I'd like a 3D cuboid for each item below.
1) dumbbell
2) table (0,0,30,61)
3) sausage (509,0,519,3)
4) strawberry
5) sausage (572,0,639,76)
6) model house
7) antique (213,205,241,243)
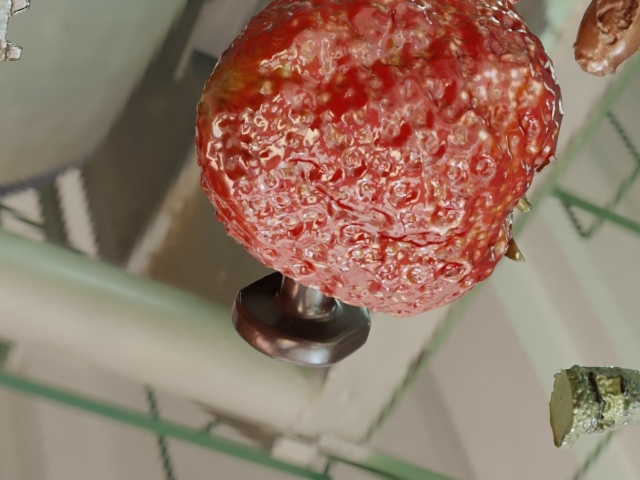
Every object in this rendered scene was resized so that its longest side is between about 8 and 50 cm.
[{"bbox_3d":[0.000,0.000,1.844,0.124,0.140,0.225,28,-60,25],"label":"dumbbell"},{"bbox_3d":[-0.308,-0.203,1.703,0.070,0.082,0.083,54,-42,48],"label":"table"},{"bbox_3d":[0.135,-0.319,1.980,0.074,0.274,0.074,-28,-132,36],"label":"sausage"},{"bbox_3d":[0.027,-0.080,1.366,0.257,0.277,0.257,-8,-103,39],"label":"strawberry"},{"bbox_3d":[0.363,-0.303,2.037,0.327,0.079,0.087,-54,171,-25],"label":"sausage"},{"bbox_3d":[0.247,0.144,1.681,0.079,0.083,0.066,103,-15,-55],"label":"model house"},{"bbox_3d":[-0.035,-0.070,2.077,0.093,0.087,0.310,-31,179,16],"label":"antique"}]
